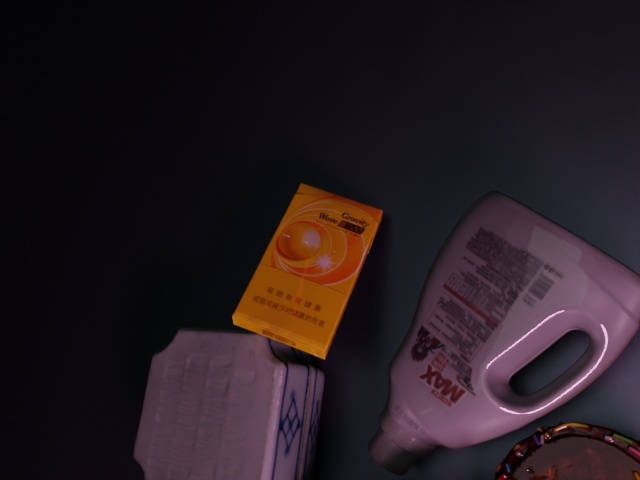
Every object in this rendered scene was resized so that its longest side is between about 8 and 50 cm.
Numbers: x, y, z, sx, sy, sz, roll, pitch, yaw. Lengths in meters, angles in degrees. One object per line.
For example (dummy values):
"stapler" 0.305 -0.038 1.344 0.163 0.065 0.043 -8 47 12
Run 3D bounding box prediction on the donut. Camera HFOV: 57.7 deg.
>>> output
"donut" 0.314 0.333 0.683 0.235 0.089 0.235 -10 71 29

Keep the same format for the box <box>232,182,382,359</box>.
"box" -0.013 0.038 0.916 0.152 0.043 0.269 19 60 8

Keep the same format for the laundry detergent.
"laundry detergent" 0.214 0.156 0.784 0.264 0.124 0.398 39 98 33

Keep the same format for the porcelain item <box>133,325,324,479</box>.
"porcelain item" -0.144 0.284 0.940 0.281 0.157 0.286 -4 71 32
